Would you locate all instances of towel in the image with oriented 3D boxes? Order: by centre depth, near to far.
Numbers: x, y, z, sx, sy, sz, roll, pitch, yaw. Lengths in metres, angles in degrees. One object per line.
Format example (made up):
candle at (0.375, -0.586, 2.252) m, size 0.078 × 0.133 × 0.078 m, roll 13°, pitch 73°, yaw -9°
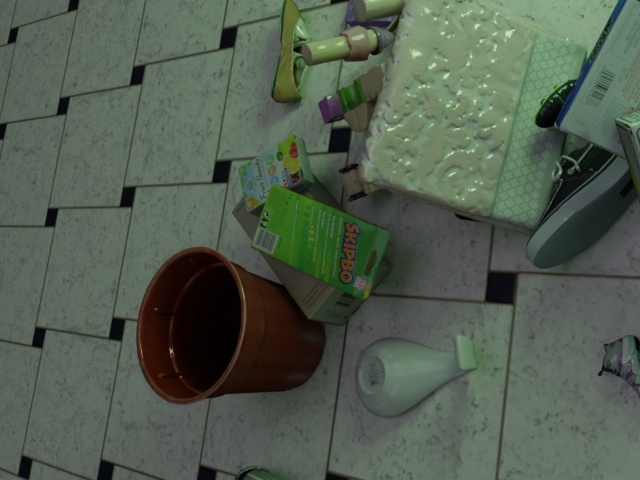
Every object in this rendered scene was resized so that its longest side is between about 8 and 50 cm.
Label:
towel at (0.241, -0.202, 1.186) m, size 0.053 × 0.316 × 0.332 m, roll 174°, pitch 113°, yaw -75°

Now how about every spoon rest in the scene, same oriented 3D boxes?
spoon rest at (0.158, 0.219, 1.297) m, size 0.276 × 0.084 × 0.137 m, roll -25°, pitch 62°, yaw 47°

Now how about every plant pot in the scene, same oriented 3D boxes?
plant pot at (-0.149, 0.170, 1.423) m, size 0.272 × 0.265 × 0.273 m, roll -11°, pitch 71°, yaw 36°

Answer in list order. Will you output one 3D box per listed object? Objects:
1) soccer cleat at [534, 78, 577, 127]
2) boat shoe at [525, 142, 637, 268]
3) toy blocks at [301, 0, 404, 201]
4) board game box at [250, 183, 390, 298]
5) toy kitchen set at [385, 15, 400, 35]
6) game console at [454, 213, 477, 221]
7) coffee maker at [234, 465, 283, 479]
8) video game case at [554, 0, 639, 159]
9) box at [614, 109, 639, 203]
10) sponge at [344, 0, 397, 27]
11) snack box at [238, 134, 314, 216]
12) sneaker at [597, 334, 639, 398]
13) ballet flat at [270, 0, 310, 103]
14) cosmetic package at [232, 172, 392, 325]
soccer cleat at (0.405, -0.213, 1.163) m, size 0.179 × 0.060 × 0.072 m, roll -29°, pitch 52°, yaw -12°
boat shoe at (0.403, -0.095, 1.147) m, size 0.306 × 0.113 × 0.105 m, roll -52°, pitch 48°, yaw 13°
toy blocks at (0.164, -0.266, 1.345) m, size 0.288 × 0.260 × 0.309 m, roll -15°, pitch 93°, yaw 66°
board game box at (0.000, 0.000, 1.340) m, size 0.259 × 0.039 × 0.124 m, roll 24°, pitch 98°, yaw 33°
toy kitchen set at (0.168, -0.400, 1.450) m, size 0.068 × 0.083 × 0.075 m, roll 39°, pitch 108°, yaw -4°
game console at (0.287, -0.107, 1.264) m, size 0.085 × 0.124 × 0.144 m, roll 150°, pitch 123°, yaw -60°
coffee maker at (-0.071, 0.510, 1.385) m, size 0.178 × 0.120 × 0.171 m, roll 8°, pitch 107°, yaw 41°
video game case at (0.483, -0.221, 1.011) m, size 0.244 × 0.061 × 0.270 m, roll 25°, pitch 108°, yaw 2°
box at (0.537, -0.121, 0.954) m, size 0.289 × 0.087 × 0.169 m, roll -20°, pitch 102°, yaw 13°
sponge at (0.124, -0.530, 1.540) m, size 0.117 × 0.031 × 0.210 m, roll 12°, pitch 85°, yaw 40°
snack box at (-0.085, -0.121, 1.452) m, size 0.141 × 0.037 × 0.100 m, roll -28°, pitch 61°, yaw 28°
sneaker at (0.430, 0.189, 1.101) m, size 0.069 × 0.038 × 0.098 m, roll -25°, pitch 54°, yaw 34°
ballet flat at (-0.054, -0.400, 1.637) m, size 0.073 × 0.080 × 0.232 m, roll 5°, pitch 83°, yaw 12°
cosmetic package at (-0.022, -0.003, 1.467) m, size 0.160 × 0.113 × 0.309 m, roll -51°, pitch 54°, yaw 16°
